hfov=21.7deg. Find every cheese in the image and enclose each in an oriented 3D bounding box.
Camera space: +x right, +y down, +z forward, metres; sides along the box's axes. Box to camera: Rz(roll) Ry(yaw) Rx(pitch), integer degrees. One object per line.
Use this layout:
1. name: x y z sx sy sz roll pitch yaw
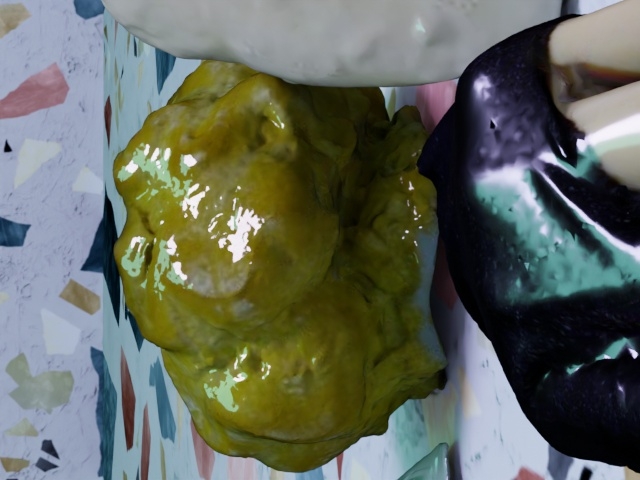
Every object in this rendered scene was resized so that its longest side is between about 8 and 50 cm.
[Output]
1. cheese: -0.011 -0.184 0.907 0.251 0.248 0.174 -106 19 -66

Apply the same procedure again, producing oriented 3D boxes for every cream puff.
1. cream puff: 0.000 -0.001 1.042 0.282 0.185 0.282 41 -138 -51

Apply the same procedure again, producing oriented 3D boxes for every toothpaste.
1. toothpaste: 0.048 0.186 1.101 0.218 0.041 0.064 131 142 -65

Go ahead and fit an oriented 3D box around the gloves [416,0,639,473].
1. gloves: 0.133 0.011 0.547 0.301 0.152 0.197 -4 114 63
